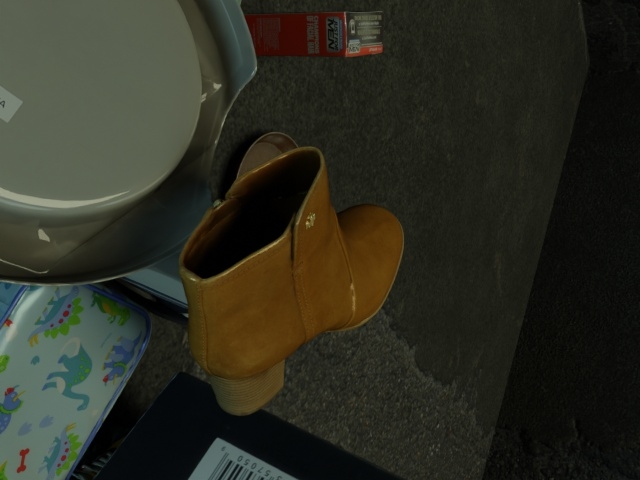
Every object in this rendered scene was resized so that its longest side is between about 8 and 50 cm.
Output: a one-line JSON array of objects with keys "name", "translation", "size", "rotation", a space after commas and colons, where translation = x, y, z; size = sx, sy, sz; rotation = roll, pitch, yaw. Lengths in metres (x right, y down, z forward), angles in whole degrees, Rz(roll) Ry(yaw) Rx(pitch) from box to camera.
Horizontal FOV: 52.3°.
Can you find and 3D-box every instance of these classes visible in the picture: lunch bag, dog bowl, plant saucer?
[{"name": "lunch bag", "translation": [-0.258, 0.126, 0.566], "size": [0.218, 0.090, 0.176], "rotation": [-61, 147, -9]}, {"name": "dog bowl", "translation": [-0.213, -0.131, 0.475], "size": [0.349, 0.102, 0.348], "rotation": [13, 70, -38]}, {"name": "plant saucer", "translation": [-0.075, -0.066, 0.899], "size": [0.168, 0.029, 0.168], "rotation": [-24, 119, -54]}]

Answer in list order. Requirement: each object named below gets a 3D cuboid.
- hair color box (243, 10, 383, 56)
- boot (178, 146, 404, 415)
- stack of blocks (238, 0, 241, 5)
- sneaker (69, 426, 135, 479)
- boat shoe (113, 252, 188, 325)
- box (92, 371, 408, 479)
[{"name": "hair color box", "translation": [-0.017, -0.256, 0.806], "size": [0.093, 0.167, 0.053], "rotation": [-28, 121, -52]}, {"name": "boot", "translation": [-0.001, 0.000, 0.561], "size": [0.295, 0.104, 0.211], "rotation": [-47, 154, -36]}, {"name": "stack of blocks", "translation": [-0.117, -0.381, 0.688], "size": [0.171, 0.087, 0.297], "rotation": [18, 83, -59]}, {"name": "sneaker", "translation": [-0.236, 0.262, 0.687], "size": [0.185, 0.070, 0.083], "rotation": [-56, 146, -36]}, {"name": "boat shoe", "translation": [-0.199, -0.008, 0.632], "size": [0.341, 0.158, 0.127], "rotation": [38, 57, -28]}, {"name": "box", "translation": [-0.063, 0.374, 0.699], "size": [0.212, 0.294, 0.395], "rotation": [-55, 156, -36]}]
